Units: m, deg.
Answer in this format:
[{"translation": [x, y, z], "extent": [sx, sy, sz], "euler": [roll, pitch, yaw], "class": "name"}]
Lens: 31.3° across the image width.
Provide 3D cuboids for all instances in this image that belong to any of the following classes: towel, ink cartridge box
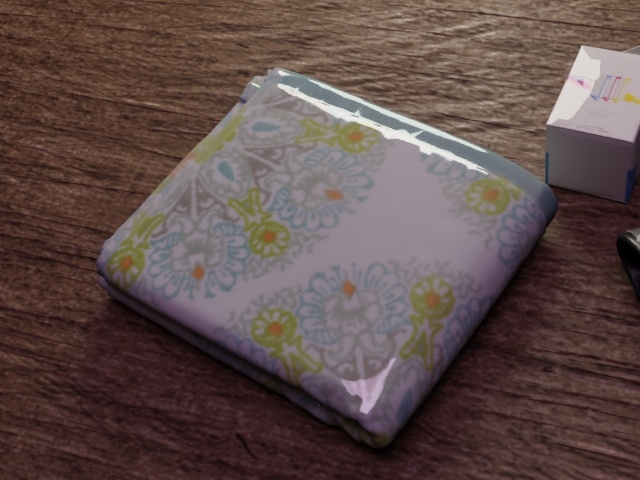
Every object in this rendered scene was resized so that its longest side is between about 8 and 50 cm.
[{"translation": [0.000, 0.000, 1.144], "extent": [0.374, 0.090, 0.320], "euler": [26, 63, 27], "class": "towel"}, {"translation": [0.298, -0.129, 1.186], "extent": [0.090, 0.092, 0.143], "euler": [15, 54, 21], "class": "ink cartridge box"}]

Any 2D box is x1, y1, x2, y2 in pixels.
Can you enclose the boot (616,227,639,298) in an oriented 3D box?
[{"translation": [0.377, -0.042, 1.095], "extent": [0.223, 0.118, 0.338], "euler": [-25, 47, -3], "class": "boot"}]
